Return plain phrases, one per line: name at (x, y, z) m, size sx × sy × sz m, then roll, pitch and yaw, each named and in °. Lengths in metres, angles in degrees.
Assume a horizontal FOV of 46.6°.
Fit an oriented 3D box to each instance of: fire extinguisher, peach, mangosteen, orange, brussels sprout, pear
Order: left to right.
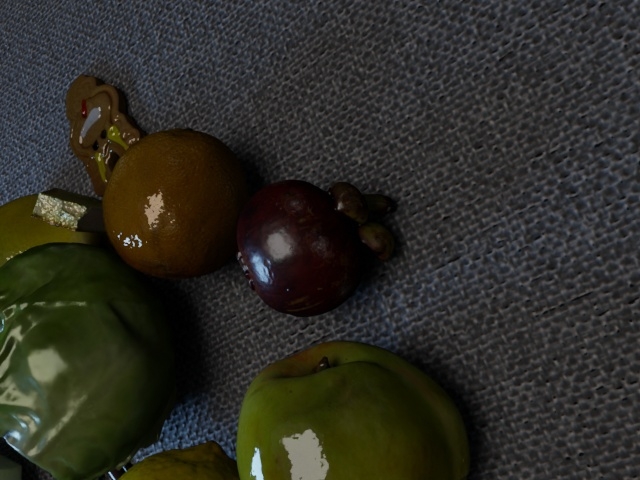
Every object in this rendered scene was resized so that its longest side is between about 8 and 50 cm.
pear at (-0.622, 0.062, 1.564) m, size 0.386 × 0.191 × 0.341 m, roll -27°, pitch 71°, yaw 31°
brussels sprout at (-0.438, 0.195, 1.336) m, size 0.425 × 0.342 × 0.361 m, roll 36°, pitch 83°, yaw 19°
fire extinguisher at (-0.385, 0.464, 1.456) m, size 0.049 × 0.035 × 0.173 m, roll -38°, pitch 57°, yaw -17°
orange at (-0.243, -0.065, 1.277) m, size 0.264 × 0.264 × 0.264 m, roll -4°, pitch 83°, yaw 35°
mangosteen at (0.000, 0.000, 1.138) m, size 0.257 × 0.215 × 0.215 m, roll -22°, pitch 69°, yaw -5°
peach at (0.034, 0.305, 1.020) m, size 0.314 × 0.281 × 0.316 m, roll 1°, pitch 94°, yaw 30°

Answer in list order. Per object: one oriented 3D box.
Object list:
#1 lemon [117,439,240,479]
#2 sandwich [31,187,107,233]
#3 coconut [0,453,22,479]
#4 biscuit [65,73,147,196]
lemon at (-0.215, 0.493, 1.160) m, size 0.336 × 0.336 × 0.336 m, roll -4°, pitch 83°, yaw 35°
sandwich at (-0.437, -0.047, 1.412) m, size 0.192 × 0.162 × 0.058 m, roll 15°, pitch 98°, yaw -8°
coconut at (-0.789, 0.562, 1.579) m, size 0.322 × 0.323 × 0.323 m, roll -4°, pitch 83°, yaw 35°
biscuit at (-0.469, -0.234, 1.577) m, size 0.186 × 0.044 × 0.295 m, roll -48°, pitch 61°, yaw 19°
